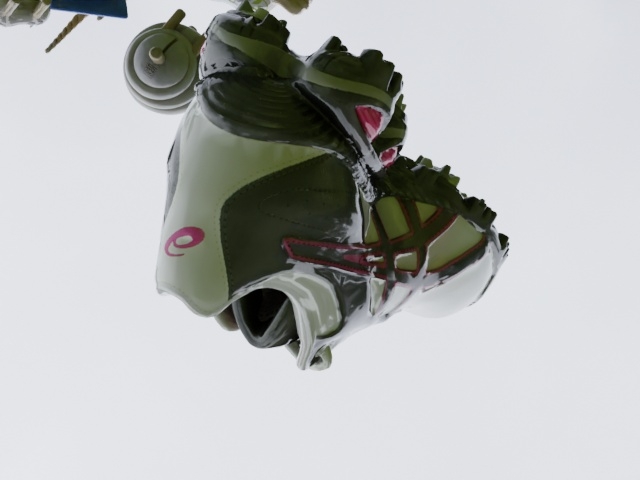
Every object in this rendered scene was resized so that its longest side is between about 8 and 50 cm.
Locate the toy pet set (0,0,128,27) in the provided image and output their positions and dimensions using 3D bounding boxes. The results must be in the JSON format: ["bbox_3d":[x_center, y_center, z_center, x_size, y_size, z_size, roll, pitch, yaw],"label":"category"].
[{"bbox_3d":[-0.149,-0.153,0.784,0.114,0.065,0.122,2,-109,-33],"label":"toy pet set"}]

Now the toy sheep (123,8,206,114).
[{"bbox_3d":[-0.133,-0.154,1.414,0.091,0.132,0.091,-1,-100,8],"label":"toy sheep"}]

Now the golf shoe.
[{"bbox_3d":[0.000,0.000,0.705,0.120,0.105,0.273,-65,-27,-8],"label":"golf shoe"}]

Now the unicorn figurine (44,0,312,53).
[{"bbox_3d":[-0.080,-0.162,0.960,0.162,0.060,0.111,0,-148,-2],"label":"unicorn figurine"}]
